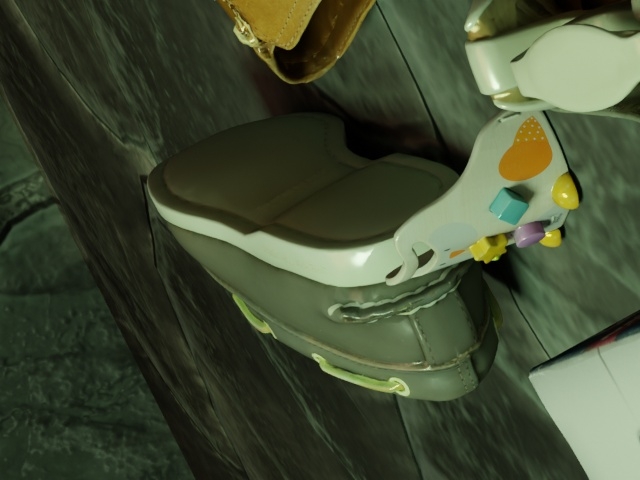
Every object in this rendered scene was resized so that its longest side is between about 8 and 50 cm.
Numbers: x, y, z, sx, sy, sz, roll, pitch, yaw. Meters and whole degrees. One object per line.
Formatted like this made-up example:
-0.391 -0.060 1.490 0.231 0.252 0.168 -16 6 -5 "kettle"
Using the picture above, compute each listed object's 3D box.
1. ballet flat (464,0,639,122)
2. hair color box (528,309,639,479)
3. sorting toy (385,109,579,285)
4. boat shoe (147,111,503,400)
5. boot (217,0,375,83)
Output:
0.080 -0.068 0.614 0.072 0.068 0.213 66 167 -13 "ballet flat"
0.175 0.062 0.435 0.174 0.105 0.347 62 166 4 "hair color box"
0.059 -0.008 0.792 0.045 0.075 0.083 58 167 17 "sorting toy"
-0.004 0.002 0.977 0.091 0.109 0.305 67 165 -19 "boat shoe"
-0.044 -0.195 0.798 0.211 0.104 0.295 52 169 17 "boot"
